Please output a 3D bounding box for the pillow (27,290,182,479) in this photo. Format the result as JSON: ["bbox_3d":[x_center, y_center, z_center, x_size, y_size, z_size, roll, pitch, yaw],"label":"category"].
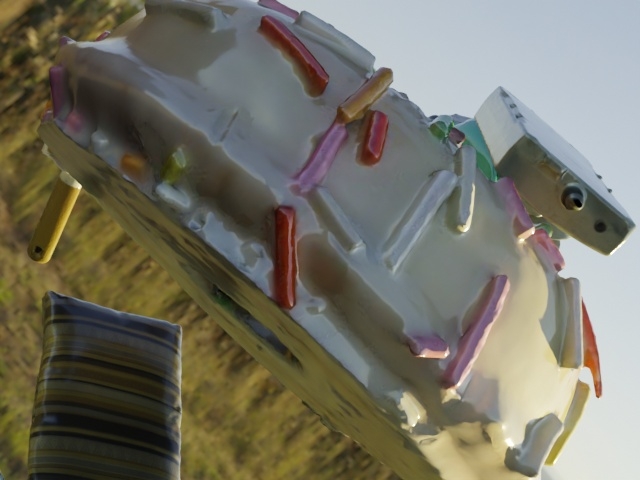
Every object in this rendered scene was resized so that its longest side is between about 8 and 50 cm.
[{"bbox_3d":[-0.148,0.125,0.835,0.113,0.038,0.203,16,41,-20],"label":"pillow"}]

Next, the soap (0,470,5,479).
[{"bbox_3d":[-0.388,0.021,0.677,0.261,0.156,0.446,-23,87,-58],"label":"soap"}]

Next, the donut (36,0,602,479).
[{"bbox_3d":[0.000,0.000,0.711,0.382,0.142,0.382,40,-10,9],"label":"donut"}]

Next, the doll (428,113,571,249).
[{"bbox_3d":[0.179,-0.058,1.265,0.258,0.195,0.153,-45,139,-65],"label":"doll"}]

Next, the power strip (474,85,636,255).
[{"bbox_3d":[0.131,-0.043,0.691,0.080,0.029,0.227,39,14,-6],"label":"power strip"}]

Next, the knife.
[{"bbox_3d":[-0.209,-0.068,0.987,0.046,0.256,0.022,32,40,-1],"label":"knife"}]
